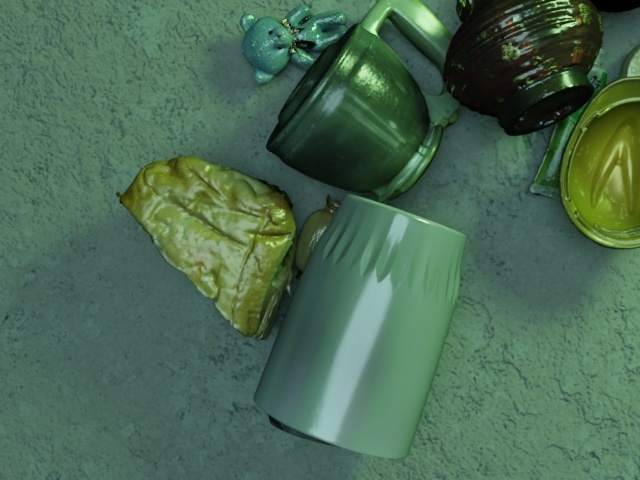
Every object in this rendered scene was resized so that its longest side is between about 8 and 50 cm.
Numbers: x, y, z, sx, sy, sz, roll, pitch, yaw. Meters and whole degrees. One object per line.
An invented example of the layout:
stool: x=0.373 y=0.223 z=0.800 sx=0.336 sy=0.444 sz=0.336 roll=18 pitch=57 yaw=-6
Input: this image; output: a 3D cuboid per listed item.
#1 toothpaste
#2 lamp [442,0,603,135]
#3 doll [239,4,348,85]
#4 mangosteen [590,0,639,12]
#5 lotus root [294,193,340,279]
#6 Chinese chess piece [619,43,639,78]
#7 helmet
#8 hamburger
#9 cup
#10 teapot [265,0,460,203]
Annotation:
toothpaste: x=0.403 y=-0.184 z=1.448 sx=0.078 sy=0.047 sz=0.248 roll=17 pitch=95 yaw=2
lamp: x=0.294 y=-0.282 z=1.348 sx=0.247 sy=0.247 sz=0.247 roll=0 pitch=91 yaw=8
doll: x=-0.043 y=-0.330 z=1.494 sx=0.180 sy=0.075 sz=0.120 roll=-13 pitch=92 yaw=9
mangosteen: x=0.422 y=-0.446 z=1.364 sx=0.243 sy=0.243 sz=0.243 roll=0 pitch=91 yaw=8
lotus root: x=0.000 y=0.000 z=1.498 sx=0.073 sy=0.062 sz=0.150 roll=23 pitch=95 yaw=7
Chinese chess piece: x=0.530 y=-0.255 z=1.425 sx=0.122 sy=0.051 sz=0.122 roll=0 pitch=91 yaw=6
helmet: x=0.465 y=-0.122 z=1.388 sx=0.205 sy=0.140 sz=0.257 roll=11 pitch=104 yaw=7
hamburger: x=-0.141 y=-0.017 z=1.471 sx=0.209 sy=0.162 sz=0.330 roll=-44 pitch=82 yaw=4
cup: x=0.071 y=0.134 z=1.396 sx=0.253 sy=0.253 sz=0.371 roll=21 pitch=92 yaw=8
teapot: x=0.081 y=-0.205 z=1.441 sx=0.239 sy=0.321 sz=0.239 roll=36 pitch=137 yaw=-11
